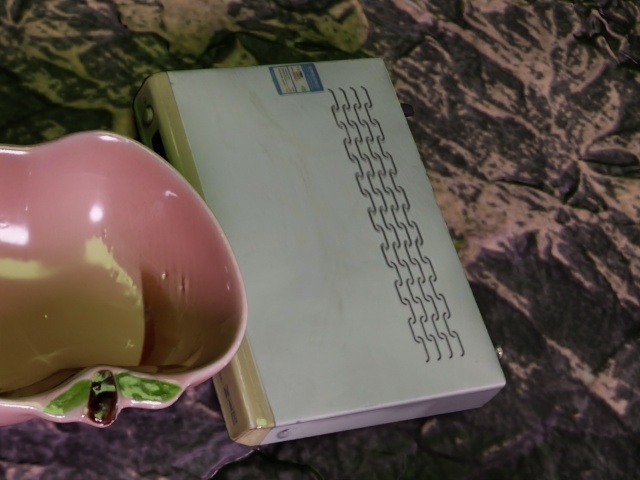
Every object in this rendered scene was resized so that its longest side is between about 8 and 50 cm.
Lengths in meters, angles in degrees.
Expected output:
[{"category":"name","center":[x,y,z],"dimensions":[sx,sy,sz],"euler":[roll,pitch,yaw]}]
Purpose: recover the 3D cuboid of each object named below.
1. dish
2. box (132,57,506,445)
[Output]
[{"category":"dish","center":[-0.158,0.040,0.954],"dimensions":[0.213,0.090,0.213],"euler":[11,55,-16]},{"category":"box","center":[0.000,0.000,1.070],"dimensions":[0.210,0.045,0.270],"euler":[-8,64,-27]}]
